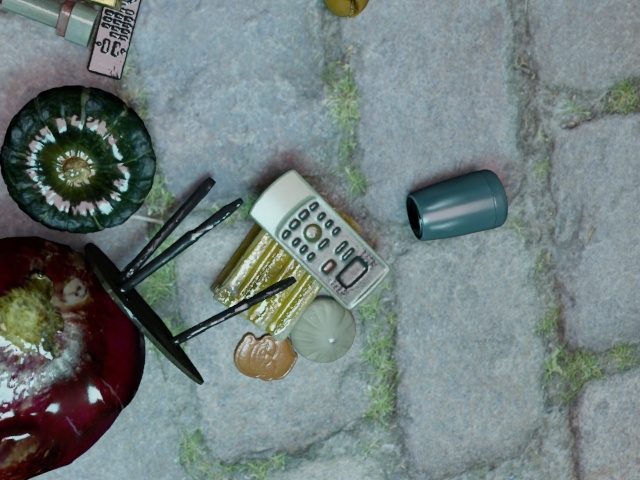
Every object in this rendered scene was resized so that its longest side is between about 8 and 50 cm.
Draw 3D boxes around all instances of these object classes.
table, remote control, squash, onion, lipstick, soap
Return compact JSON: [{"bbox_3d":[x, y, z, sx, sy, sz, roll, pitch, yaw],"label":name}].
[{"bbox_3d":[-0.228,0.029,1.370,0.249,0.317,0.317,-39,111,-7],"label":"table"},{"bbox_3d":[-0.340,-0.400,1.359,0.063,0.025,0.245,15,100,-19],"label":"remote control"},{"bbox_3d":[0.000,0.000,1.464,0.123,0.038,0.285,-44,109,-2],"label":"remote control"},{"bbox_3d":[-0.404,-0.135,1.333,0.252,0.165,0.252,-5,107,-17],"label":"squash"},{"bbox_3d":[-0.529,0.207,1.298,0.398,0.420,0.398,25,55,-42],"label":"onion"},{"bbox_3d":[-0.466,-0.385,1.312,0.186,0.057,0.063,20,126,-15],"label":"lipstick"},{"bbox_3d":[-0.066,0.034,1.520,0.173,0.089,0.274,36,92,-19],"label":"soap"}]

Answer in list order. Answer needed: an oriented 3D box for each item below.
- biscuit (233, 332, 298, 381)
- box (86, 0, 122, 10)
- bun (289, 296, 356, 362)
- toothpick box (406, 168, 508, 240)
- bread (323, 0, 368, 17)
[{"bbox_3d":[-0.109,0.234,1.597,0.130,0.019,0.102,11,102,-20],"label":"biscuit"},{"bbox_3d":[-0.403,-0.406,1.299,0.149,0.073,0.020,14,99,-8],"label":"box"},{"bbox_3d":[0.012,0.186,1.582,0.138,0.094,0.138,-6,109,-17],"label":"bun"},{"bbox_3d":[0.266,-0.066,1.577,0.184,0.120,0.120,-14,108,-10],"label":"toothpick box"},{"bbox_3d":[0.040,-0.494,1.422,0.114,0.077,0.189,-19,106,-16],"label":"bread"}]
